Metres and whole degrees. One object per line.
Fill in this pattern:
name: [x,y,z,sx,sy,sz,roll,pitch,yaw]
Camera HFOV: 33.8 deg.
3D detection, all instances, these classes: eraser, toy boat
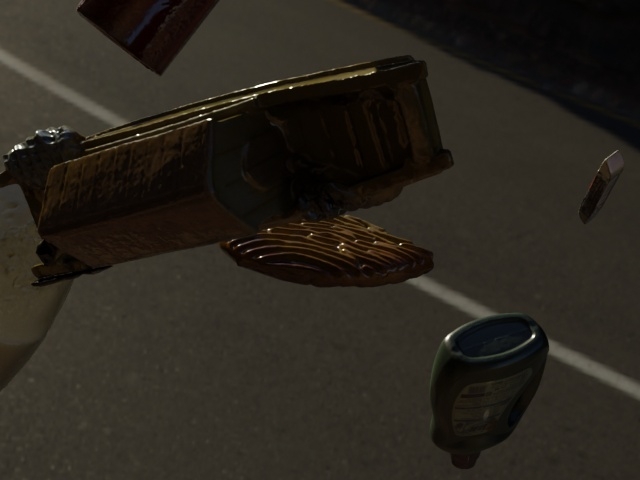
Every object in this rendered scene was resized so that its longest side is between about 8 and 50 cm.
eraser: [0.283,-0.053,1.066,0.027,0.099,0.019,-36,68,-25]
toy boat: [-0.094,-0.056,0.823,0.445,0.136,0.162,-11,11,33]

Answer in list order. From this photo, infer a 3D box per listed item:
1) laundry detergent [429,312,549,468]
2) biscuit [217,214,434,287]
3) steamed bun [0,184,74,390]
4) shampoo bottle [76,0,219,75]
laundry detergent: [0.193,0.188,1.230,0.144,0.222,0.078,-17,44,-17]
biscuit: [0.000,-0.001,1.062,0.228,0.031,0.176,3,24,4]
steamed bun: [-0.378,0.048,1.187,0.154,0.200,0.250,33,43,-18]
shampoo bottle: [-0.112,-0.287,0.996,0.102,0.260,0.064,39,-2,-22]
